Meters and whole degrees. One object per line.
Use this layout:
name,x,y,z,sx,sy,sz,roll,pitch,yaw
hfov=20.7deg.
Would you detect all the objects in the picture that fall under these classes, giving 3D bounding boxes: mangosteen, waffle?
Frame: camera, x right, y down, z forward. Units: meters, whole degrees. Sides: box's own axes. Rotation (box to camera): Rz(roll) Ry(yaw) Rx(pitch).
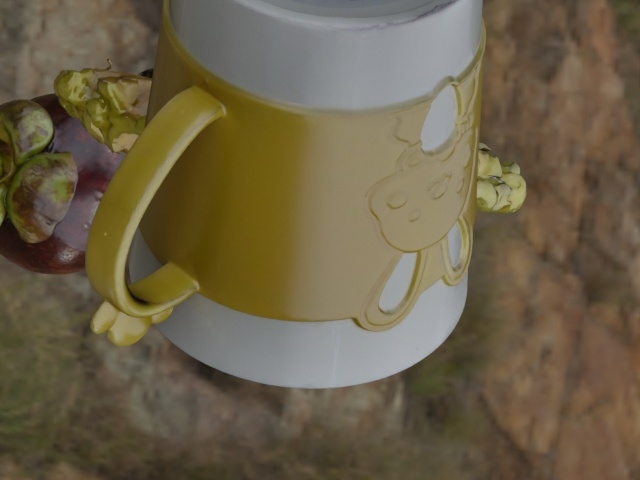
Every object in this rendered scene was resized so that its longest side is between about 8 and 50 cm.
mangosteen,-0.223,-0.059,1.391,0.181,0.156,0.145,42,61,-41
waffle,-0.015,-0.067,1.193,0.312,0.307,0.060,2,104,-63

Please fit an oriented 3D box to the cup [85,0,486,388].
cup,-0.021,-0.046,0.873,0.241,0.185,0.226,-34,145,-38
